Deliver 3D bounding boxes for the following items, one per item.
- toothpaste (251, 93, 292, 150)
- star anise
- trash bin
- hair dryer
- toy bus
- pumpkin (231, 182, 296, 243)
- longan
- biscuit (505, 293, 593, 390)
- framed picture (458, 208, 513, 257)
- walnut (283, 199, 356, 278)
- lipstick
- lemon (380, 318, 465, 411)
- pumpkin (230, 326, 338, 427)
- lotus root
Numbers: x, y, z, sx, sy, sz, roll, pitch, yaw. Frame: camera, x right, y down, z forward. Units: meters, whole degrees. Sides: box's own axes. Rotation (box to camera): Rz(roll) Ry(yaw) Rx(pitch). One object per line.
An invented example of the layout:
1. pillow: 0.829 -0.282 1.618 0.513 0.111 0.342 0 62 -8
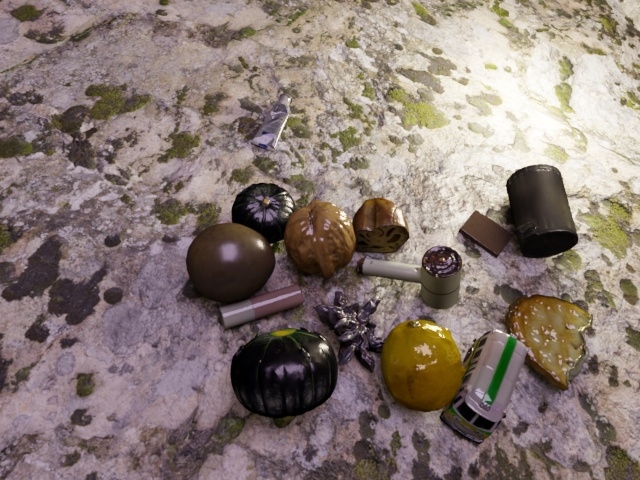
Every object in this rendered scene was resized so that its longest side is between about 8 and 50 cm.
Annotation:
1. toothpaste: -0.182 -0.467 2.022 0.096 0.061 0.266 21 63 1
2. star anise: 0.102 0.270 1.566 0.212 0.129 0.283 0 60 -31
3. trash bin: 0.818 -0.105 1.895 0.252 0.203 0.302 17 54 -22
4. hair dryer: 0.276 0.106 1.682 0.361 0.203 0.128 8 55 16
5. toy bus: 0.489 0.418 1.505 0.143 0.179 0.305 32 57 9
6. pumpkin: -0.187 -0.090 1.709 0.220 0.162 0.221 4 62 -7
7. longan: -0.272 0.065 1.545 0.258 0.258 0.258 5 57 -8
8. biscuit: 0.783 0.318 1.695 0.335 0.078 0.329 -13 58 -19
9. framed picture: 0.617 -0.028 1.911 0.168 0.023 0.128 38 59 13
10. walnut: 0.000 0.000 1.641 0.224 0.257 0.257 -11 58 5
11. lipstick: -0.181 0.201 1.575 0.254 0.070 0.070 -15 62 -20
12. lemon: 0.287 0.358 1.463 0.233 0.233 0.288 -18 102 -21
13. pumpkin: -0.094 0.380 1.372 0.295 0.296 0.296 5 57 -8
14. lotus root: 0.198 -0.068 1.748 0.188 0.199 0.180 8 61 -15
